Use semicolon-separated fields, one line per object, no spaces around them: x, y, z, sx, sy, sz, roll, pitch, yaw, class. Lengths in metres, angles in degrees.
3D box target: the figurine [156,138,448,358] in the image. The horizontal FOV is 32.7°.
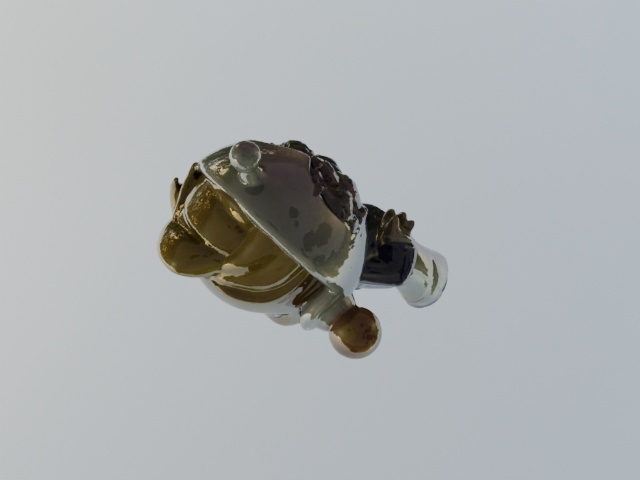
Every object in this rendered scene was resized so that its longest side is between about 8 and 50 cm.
0.008;0.007;0.821;0.274;0.133;0.194;22;-160;-33;figurine
